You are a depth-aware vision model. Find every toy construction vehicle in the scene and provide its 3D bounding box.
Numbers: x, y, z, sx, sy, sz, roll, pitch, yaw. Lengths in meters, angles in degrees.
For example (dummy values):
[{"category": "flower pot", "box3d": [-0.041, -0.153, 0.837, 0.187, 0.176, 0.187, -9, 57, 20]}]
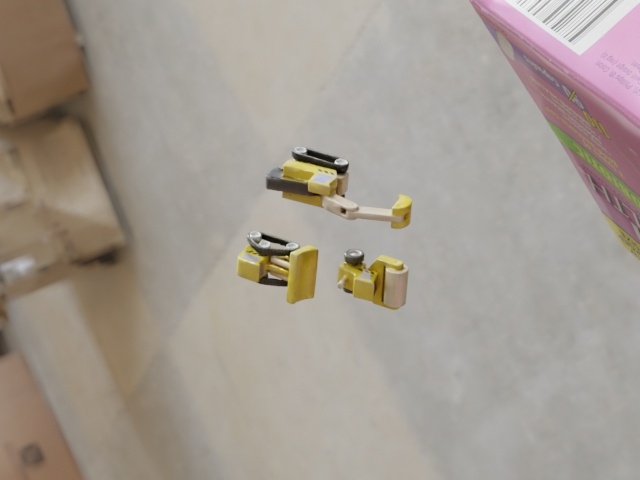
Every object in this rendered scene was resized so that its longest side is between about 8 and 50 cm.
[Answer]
[{"category": "toy construction vehicle", "box3d": [0.000, 0.000, 0.932, 0.098, 0.035, 0.085, 19, 121, 20]}]

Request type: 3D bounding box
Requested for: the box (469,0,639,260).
[{"category": "box", "box3d": [0.223, -0.048, 0.931, 0.243, 0.117, 0.213, 49, 179, -43]}]
